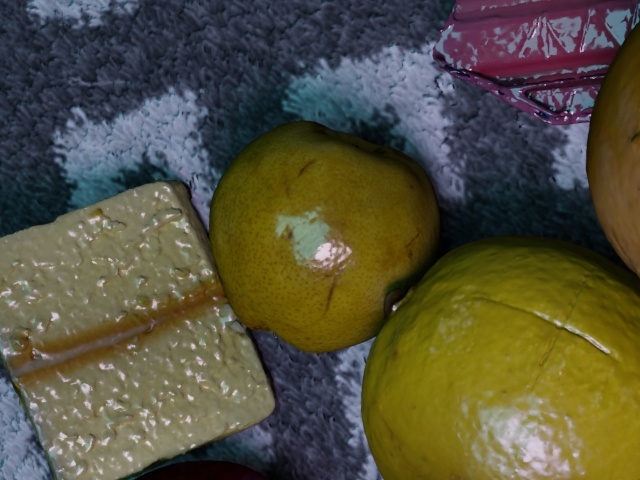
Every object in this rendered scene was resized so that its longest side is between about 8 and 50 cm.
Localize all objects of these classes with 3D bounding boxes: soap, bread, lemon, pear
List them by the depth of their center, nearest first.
[{"bbox_3d":[0.184,0.142,1.690,0.297,0.297,0.297,3,98,22],"label":"lemon"},{"bbox_3d":[0.223,-0.183,1.729,0.250,0.099,0.162,-4,95,22],"label":"soap"},{"bbox_3d":[0.000,0.000,1.786,0.209,0.209,0.208,3,98,22],"label":"pear"},{"bbox_3d":[-0.192,0.095,1.947,0.236,0.198,0.263,-23,89,-11],"label":"bread"}]

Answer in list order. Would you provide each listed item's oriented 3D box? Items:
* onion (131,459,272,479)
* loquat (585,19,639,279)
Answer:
[{"bbox_3d":[-0.107,0.341,1.854,0.276,0.276,0.276,3,98,22],"label":"onion"},{"bbox_3d":[0.363,-0.072,1.501,0.328,0.328,0.328,3,98,22],"label":"loquat"}]
